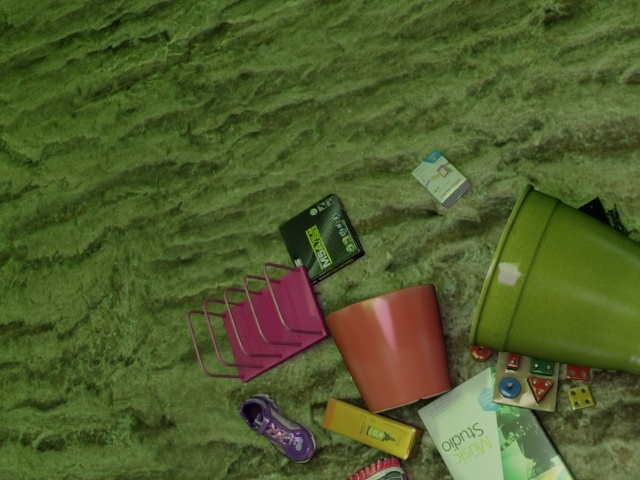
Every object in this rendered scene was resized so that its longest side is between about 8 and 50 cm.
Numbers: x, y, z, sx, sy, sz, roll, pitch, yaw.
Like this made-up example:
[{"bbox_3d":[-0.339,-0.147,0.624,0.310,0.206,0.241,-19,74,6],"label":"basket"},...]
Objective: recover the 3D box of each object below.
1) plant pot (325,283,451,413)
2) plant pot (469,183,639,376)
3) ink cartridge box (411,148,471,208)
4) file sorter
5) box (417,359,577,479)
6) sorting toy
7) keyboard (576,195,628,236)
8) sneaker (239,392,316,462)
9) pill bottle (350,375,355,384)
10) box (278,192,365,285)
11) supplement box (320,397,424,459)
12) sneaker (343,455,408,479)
[{"bbox_3d":[0.172,0.254,1.865,0.275,0.275,0.243,-22,78,20],"label":"plant pot"},{"bbox_3d":[0.541,0.112,1.685,0.353,0.366,0.366,21,85,17],"label":"plant pot"},{"bbox_3d":[0.302,-0.153,2.021,0.088,0.052,0.122,-46,62,8],"label":"ink cartridge box"},{"bbox_3d":[-0.168,0.206,2.053,0.291,0.182,0.202,-32,64,25],"label":"file sorter"},{"bbox_3d":[0.390,0.462,1.797,0.232,0.058,0.322,-35,64,13],"label":"box"},{"bbox_3d":[0.460,0.298,1.770,0.275,0.046,0.132,8,67,13],"label":"sorting toy"},{"bbox_3d":[0.648,-0.004,1.825,0.100,0.038,0.192,-35,62,40],"label":"keyboard"},{"bbox_3d":[-0.118,0.468,2.023,0.236,0.104,0.095,35,91,29],"label":"sneaker"},{"bbox_3d":[0.116,0.346,1.975,0.083,0.043,0.043,30,90,30],"label":"pill bottle"},{"bbox_3d":[0.000,0.000,2.133,0.184,0.045,0.190,-30,64,15],"label":"box"},{"bbox_3d":[0.123,0.445,1.925,0.233,0.080,0.078,15,83,31],"label":"supplement box"},{"bbox_3d":[0.067,0.612,1.880,0.299,0.121,0.112,-33,67,14],"label":"sneaker"}]
